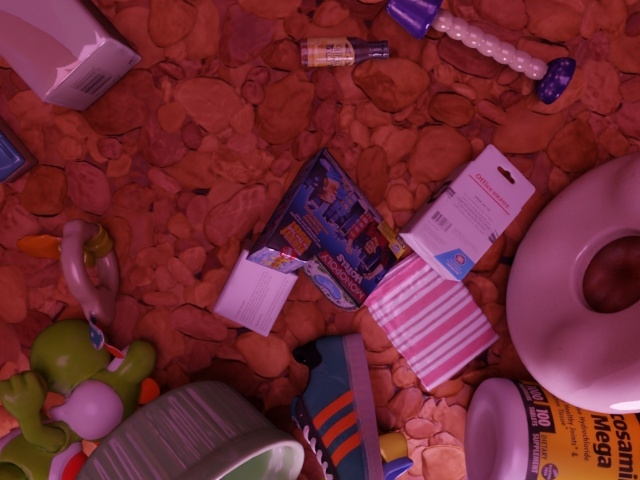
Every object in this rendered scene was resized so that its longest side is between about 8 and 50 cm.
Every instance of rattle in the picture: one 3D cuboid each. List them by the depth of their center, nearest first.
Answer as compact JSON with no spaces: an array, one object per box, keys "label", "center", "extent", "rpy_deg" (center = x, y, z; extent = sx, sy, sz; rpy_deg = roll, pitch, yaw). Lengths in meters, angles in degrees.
[{"label":"rattle","center":[-0.357,0.078,0.802],"extent":[0.143,0.130,0.199],"rpy_deg":[-8,81,-11]}]

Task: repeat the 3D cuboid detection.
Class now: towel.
[{"label":"towel","center":[0.169,0.117,0.887],"extent":[0.144,0.029,0.197],"rpy_deg":[-36,97,1]}]

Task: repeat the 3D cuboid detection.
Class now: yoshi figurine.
[{"label":"yoshi figurine","center":[-0.401,0.254,0.799],"extent":[0.362,0.203,0.203],"rpy_deg":[-48,131,-24]}]

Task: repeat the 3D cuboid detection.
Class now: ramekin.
[{"label":"ramekin","center":[-0.182,0.336,0.772],"extent":[0.148,0.303,0.303],"rpy_deg":[39,96,30]}]

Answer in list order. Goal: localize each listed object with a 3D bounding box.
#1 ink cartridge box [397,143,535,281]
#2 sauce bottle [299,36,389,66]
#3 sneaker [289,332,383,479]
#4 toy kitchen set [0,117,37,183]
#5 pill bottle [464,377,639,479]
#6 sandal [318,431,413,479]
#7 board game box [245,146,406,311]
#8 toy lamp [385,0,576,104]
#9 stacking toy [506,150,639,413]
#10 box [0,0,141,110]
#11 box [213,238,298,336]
[{"label":"ink cartridge box","center":[0.214,-0.041,0.839],"extent":[0.104,0.060,0.180],"rpy_deg":[44,82,-6]},{"label":"sauce bottle","center":[0.033,-0.273,0.822],"extent":[0.128,0.042,0.042],"rpy_deg":[-4,98,1]},{"label":"sneaker","center":[0.021,0.276,0.803],"extent":[0.121,0.302,0.108],"rpy_deg":[-8,142,2]},{"label":"toy kitchen set","center":[-0.534,-0.090,0.769],"extent":[0.207,0.166,0.122],"rpy_deg":[-38,97,4]},{"label":"pill bottle","center":[0.398,0.313,0.836],"extent":[0.334,0.188,0.188],"rpy_deg":[7,97,-3]},{"label":"sandal","center":[0.026,0.426,0.843],"extent":[0.317,0.126,0.138],"rpy_deg":[-37,59,1]},{"label":"board game box","center":[0.000,0.000,0.792],"extent":[0.194,0.060,0.194],"rpy_deg":[50,52,-7]},{"label":"toy lamp","center":[0.223,-0.287,0.809],"extent":[0.275,0.080,0.080],"rpy_deg":[25,96,-7]},{"label":"stacking toy","center":[0.539,0.121,0.802],"extent":[0.480,0.350,0.350],"rpy_deg":[26,96,-23]},{"label":"box","center":[-0.402,-0.333,0.752],"extent":[0.121,0.148,0.311],"rpy_deg":[-41,95,4]},{"label":"box","center":[-0.092,0.066,0.834],"extent":[0.087,0.102,0.101],"rpy_deg":[26,97,-8]}]
